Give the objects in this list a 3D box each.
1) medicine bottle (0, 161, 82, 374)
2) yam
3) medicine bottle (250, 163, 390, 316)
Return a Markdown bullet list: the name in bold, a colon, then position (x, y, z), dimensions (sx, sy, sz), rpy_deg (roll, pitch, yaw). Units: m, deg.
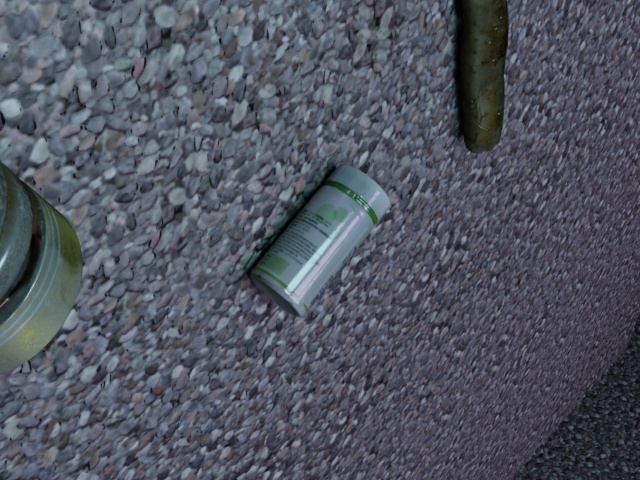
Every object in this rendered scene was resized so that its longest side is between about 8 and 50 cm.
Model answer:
- **medicine bottle**: position (-0.296, -0.035, 0.554), dimensions (0.151, 0.151, 0.322), rpy_deg (-52, 150, -12)
- **yam**: position (0.228, -0.248, 1.246), dimensions (0.067, 0.071, 0.317), rpy_deg (-15, 141, -2)
- **medicine bottle**: position (0.000, 0.000, 1.103), dimensions (0.183, 0.086, 0.086), rpy_deg (-51, 149, -15)
